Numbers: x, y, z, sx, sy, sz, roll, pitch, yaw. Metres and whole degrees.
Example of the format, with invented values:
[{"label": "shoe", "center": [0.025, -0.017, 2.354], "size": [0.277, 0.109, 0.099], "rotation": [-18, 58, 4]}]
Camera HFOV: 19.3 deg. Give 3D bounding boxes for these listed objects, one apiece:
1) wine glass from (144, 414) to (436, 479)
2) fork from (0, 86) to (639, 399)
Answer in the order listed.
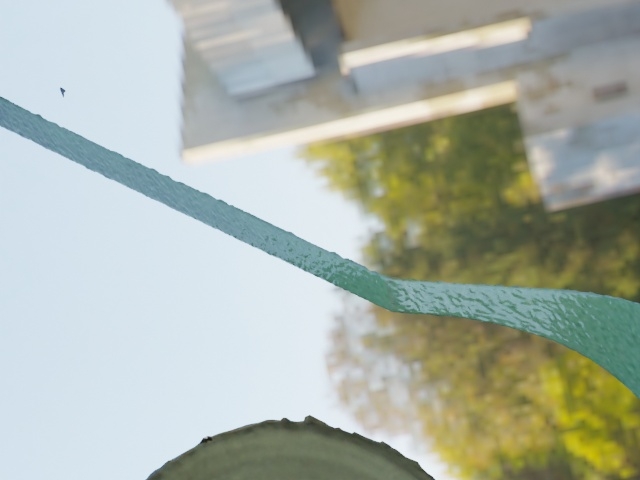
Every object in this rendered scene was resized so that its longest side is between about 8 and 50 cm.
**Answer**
[{"label": "wine glass", "center": [-0.093, 0.088, 0.547], "size": [0.264, 0.096, 0.309], "rotation": [58, 148, 16]}, {"label": "fork", "center": [0.001, -0.001, 0.357], "size": [0.021, 0.235, 0.039], "rotation": [-44, -33, -32]}]
